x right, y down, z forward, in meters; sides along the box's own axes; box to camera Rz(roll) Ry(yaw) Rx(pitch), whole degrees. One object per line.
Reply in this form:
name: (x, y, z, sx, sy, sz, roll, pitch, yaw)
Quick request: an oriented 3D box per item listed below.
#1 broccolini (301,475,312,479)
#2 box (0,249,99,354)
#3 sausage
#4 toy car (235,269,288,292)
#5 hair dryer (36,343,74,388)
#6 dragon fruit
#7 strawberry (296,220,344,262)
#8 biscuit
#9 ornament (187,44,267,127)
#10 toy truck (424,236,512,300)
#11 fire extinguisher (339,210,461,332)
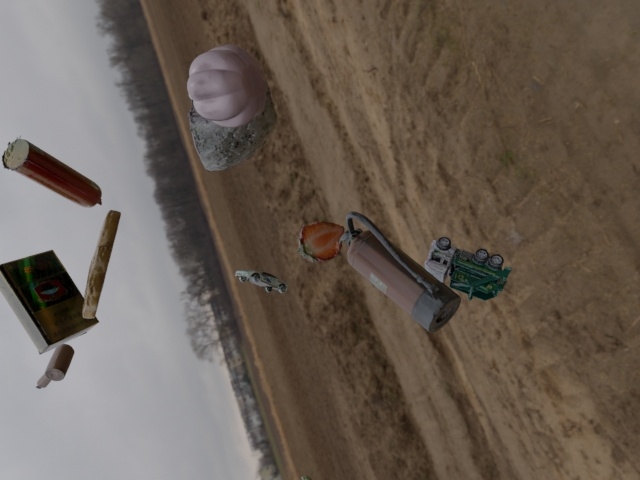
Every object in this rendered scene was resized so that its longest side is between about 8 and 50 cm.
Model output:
broccolini: (-0.007, 0.753, 1.572, 0.254, 0.058, 0.071, 145, 144, -76)
box: (-0.705, 0.153, 1.328, 0.240, 0.071, 0.159, 56, -150, 1)
sausage: (-0.595, -0.139, 1.194, 0.083, 0.083, 0.264, 67, -171, 26)
toy car: (-0.203, 0.138, 1.810, 0.095, 0.205, 0.056, -4, 65, 51)
hair dryer: (-0.889, 0.433, 1.710, 0.064, 0.182, 0.117, 36, -156, -26)
dragon fruit: (-0.223, -0.318, 1.396, 0.283, 0.221, 0.204, -101, -3, -47)
strawberry: (0.000, 0.000, 1.759, 0.146, 0.187, 0.082, 60, 157, -1)
biscuit: (-0.468, 0.039, 1.106, 0.184, 0.035, 0.248, 136, 143, -55)
ornament: (-0.213, -0.343, 1.158, 0.177, 0.178, 0.177, 163, 90, -78)
toy truck: (0.382, 0.085, 1.371, 0.216, 0.116, 0.110, 22, 154, 20)
fire extinguisher: (0.175, 0.047, 1.277, 0.376, 0.113, 0.200, 40, 138, 33)
